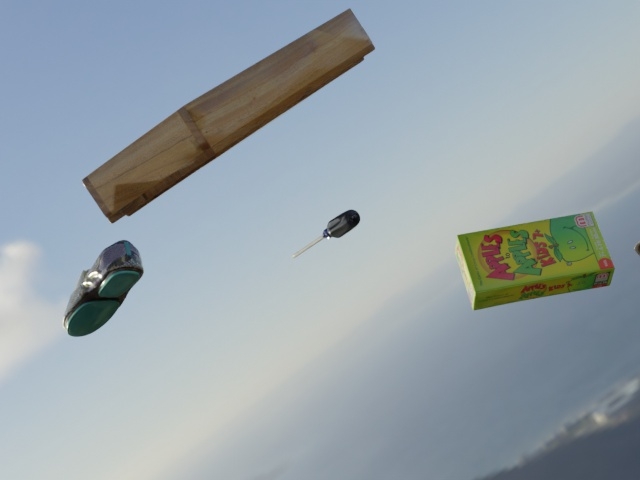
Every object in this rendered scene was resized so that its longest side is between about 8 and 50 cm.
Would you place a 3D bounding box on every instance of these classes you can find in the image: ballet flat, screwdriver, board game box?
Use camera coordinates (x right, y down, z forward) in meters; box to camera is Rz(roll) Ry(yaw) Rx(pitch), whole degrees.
[{"bbox_3d":[-0.166,0.034,1.067,0.041,0.041,0.114,-34,-7,-44],"label":"ballet flat"},{"bbox_3d":[0.000,0.000,1.570,0.170,0.024,0.025,-37,26,57],"label":"screwdriver"},{"bbox_3d":[0.271,0.025,1.778,0.181,0.092,0.043,-10,-34,-6],"label":"board game box"}]

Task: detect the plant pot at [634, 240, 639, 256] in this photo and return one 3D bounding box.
[{"bbox_3d":[0.379,0.000,1.295,0.109,0.109,0.096,-42,0,45],"label":"plant pot"}]

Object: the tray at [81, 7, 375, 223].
[{"bbox_3d":[-0.107,-0.165,1.797,0.203,0.076,0.411,-30,7,38],"label":"tray"}]
